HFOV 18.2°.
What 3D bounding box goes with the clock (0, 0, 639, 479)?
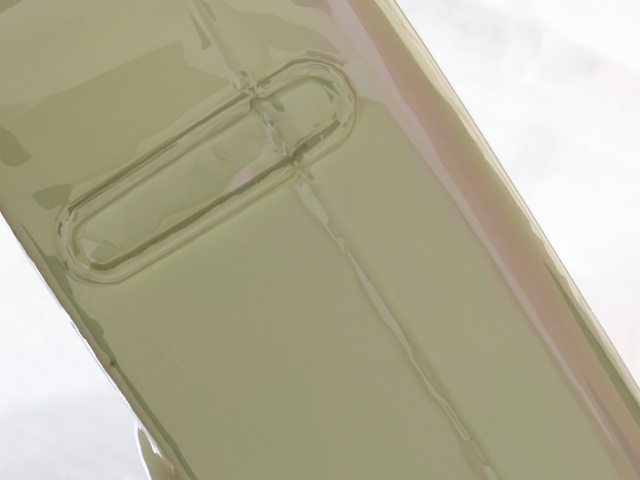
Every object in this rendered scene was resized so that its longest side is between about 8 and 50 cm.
[{"bbox_3d":[0.000,0.000,0.577,0.108,0.265,0.324,-33,12,3],"label":"clock"}]
